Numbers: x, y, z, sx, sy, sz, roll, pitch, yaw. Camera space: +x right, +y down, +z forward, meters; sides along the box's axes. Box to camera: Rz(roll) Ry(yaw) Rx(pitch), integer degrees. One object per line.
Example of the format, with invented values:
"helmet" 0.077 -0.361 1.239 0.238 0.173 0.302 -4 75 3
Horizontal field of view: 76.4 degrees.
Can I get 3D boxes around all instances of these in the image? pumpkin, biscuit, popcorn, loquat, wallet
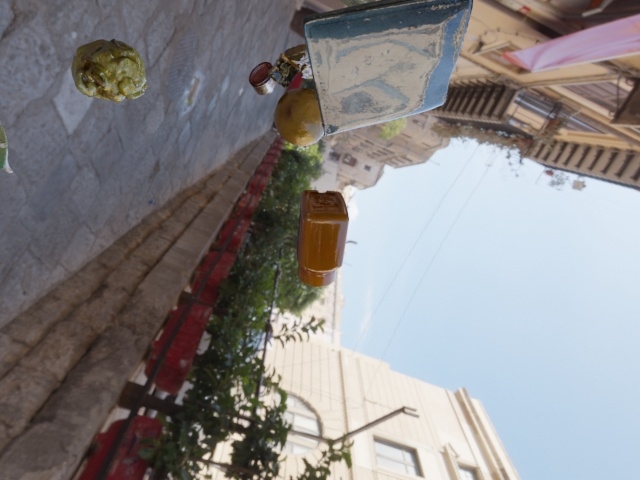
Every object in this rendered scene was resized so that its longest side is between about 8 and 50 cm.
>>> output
"pumpkin" -0.114 -0.529 1.272 0.083 0.074 0.053 -43 -144 34
"biscuit" -0.009 -0.628 1.431 0.184 0.047 0.320 -19 179 30
"popcorn" -0.678 -0.546 1.297 0.265 0.234 0.192 -82 -175 -54
"loquat" -0.067 -0.437 1.447 0.208 0.208 0.207 -158 -90 -81
"wallet" 0.109 -0.293 0.714 0.290 0.252 0.054 63 16 -73

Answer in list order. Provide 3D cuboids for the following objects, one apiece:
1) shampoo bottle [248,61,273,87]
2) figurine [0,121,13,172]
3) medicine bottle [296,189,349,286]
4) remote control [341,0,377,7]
"shampoo bottle" -0.211 -0.599 1.528 0.102 0.064 0.260 -42 -169 5
"figurine" -0.799 -0.249 0.979 0.083 0.083 0.187 -80 175 -52
"medicine bottle" -0.001 0.000 1.013 0.149 0.112 0.221 -99 -167 -57
"remote control" 0.077 -0.859 1.396 0.038 0.310 0.090 -65 -162 -6
